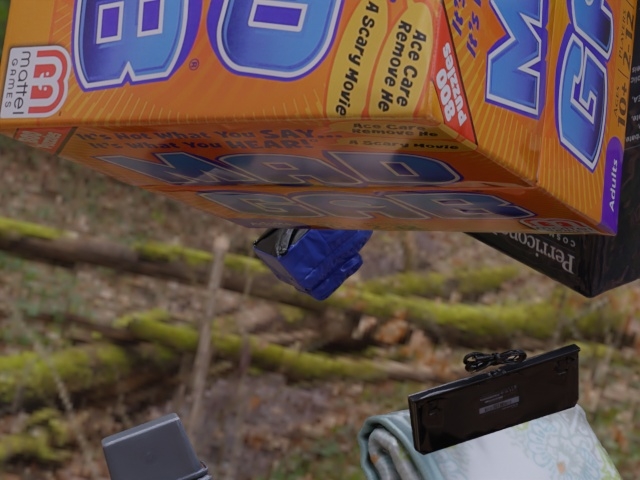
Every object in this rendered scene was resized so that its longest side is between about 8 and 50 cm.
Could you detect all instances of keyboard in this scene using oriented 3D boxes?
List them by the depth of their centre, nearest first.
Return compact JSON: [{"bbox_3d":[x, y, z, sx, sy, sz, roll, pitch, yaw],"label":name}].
[{"bbox_3d":[0.173,0.146,1.485,0.180,0.108,0.023,-17,38,-12],"label":"keyboard"}]

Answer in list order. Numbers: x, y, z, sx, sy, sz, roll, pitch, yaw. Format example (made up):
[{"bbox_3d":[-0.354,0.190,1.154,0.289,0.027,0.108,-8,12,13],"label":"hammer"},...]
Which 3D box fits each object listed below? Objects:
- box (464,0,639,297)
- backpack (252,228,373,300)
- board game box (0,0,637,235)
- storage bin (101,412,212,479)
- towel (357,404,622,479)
[{"bbox_3d":[0.245,-0.266,1.663,0.297,0.471,0.480,-20,33,-34],"label":"box"},{"bbox_3d":[0.000,0.000,1.696,0.101,0.120,0.098,50,-13,-28],"label":"backpack"},{"bbox_3d":[0.020,-0.213,1.159,0.357,0.356,0.356,1,-11,31],"label":"board game box"},{"bbox_3d":[-0.222,0.285,1.955,0.135,0.091,0.098,-19,4,-9],"label":"storage bin"},{"bbox_3d":[0.236,0.340,1.622,0.321,0.090,0.374,4,49,-41],"label":"towel"}]
